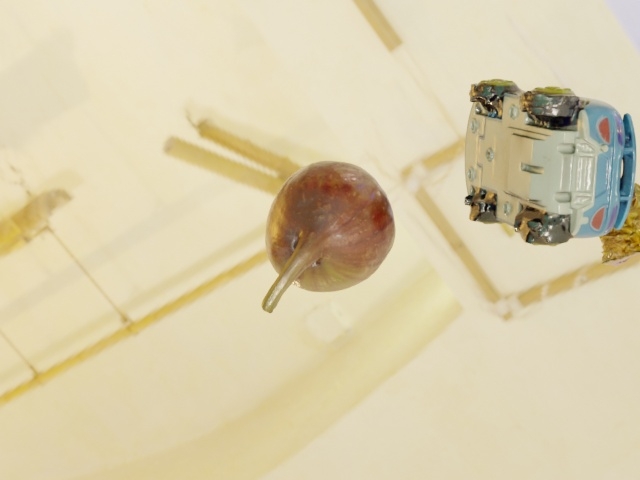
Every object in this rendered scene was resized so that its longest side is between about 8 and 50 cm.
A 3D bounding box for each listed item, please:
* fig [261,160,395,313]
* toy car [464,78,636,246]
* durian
[{"bbox_3d":[0.004,-0.007,1.372,0.175,0.175,0.207,-33,-177,17],"label":"fig"},{"bbox_3d":[0.294,-0.107,1.441,0.166,0.198,0.314,-1,-170,-16],"label":"toy car"},{"bbox_3d":[0.595,-0.056,2.076,0.191,0.112,0.341,-39,178,20],"label":"durian"}]
